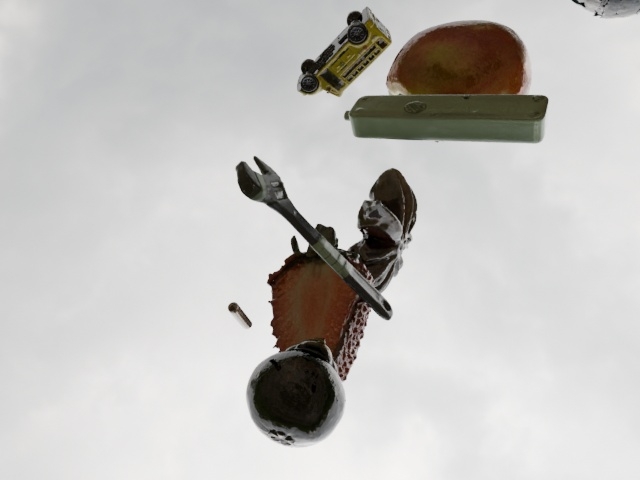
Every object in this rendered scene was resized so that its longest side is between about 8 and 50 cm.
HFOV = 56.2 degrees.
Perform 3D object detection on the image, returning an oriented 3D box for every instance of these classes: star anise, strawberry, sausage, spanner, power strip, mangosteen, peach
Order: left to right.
[{"bbox_3d":[-0.102,0.097,0.763,0.015,0.100,0.015,-2,-113,6],"label":"sausage"},{"bbox_3d":[-0.026,0.189,0.777,0.137,0.137,0.151,15,-132,14],"label":"mangosteen"},{"bbox_3d":[0.000,0.000,0.844,0.024,0.316,0.087,-37,-162,24],"label":"spanner"},{"bbox_3d":[0.009,0.115,0.978,0.188,0.106,0.286,-15,-126,27],"label":"strawberry"},{"bbox_3d":[0.124,0.002,1.271,0.108,0.315,0.315,26,-114,23],"label":"star anise"},{"bbox_3d":[0.225,-0.232,1.136,0.385,0.062,0.091,6,-138,24],"label":"power strip"},{"bbox_3d":[0.396,-0.454,1.637,0.380,0.242,0.306,-31,-133,-17],"label":"peach"}]

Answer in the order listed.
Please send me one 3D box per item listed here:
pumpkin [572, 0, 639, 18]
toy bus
[{"bbox_3d":[0.511,-0.495,1.006,0.233,0.233,0.163,24,-157,18],"label":"pumpkin"},{"bbox_3d":[0.070,-0.583,1.940,0.331,0.151,0.145,-40,-150,28],"label":"toy bus"}]
